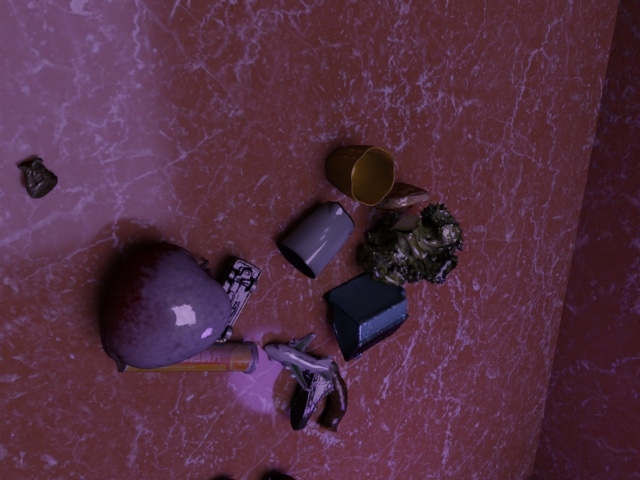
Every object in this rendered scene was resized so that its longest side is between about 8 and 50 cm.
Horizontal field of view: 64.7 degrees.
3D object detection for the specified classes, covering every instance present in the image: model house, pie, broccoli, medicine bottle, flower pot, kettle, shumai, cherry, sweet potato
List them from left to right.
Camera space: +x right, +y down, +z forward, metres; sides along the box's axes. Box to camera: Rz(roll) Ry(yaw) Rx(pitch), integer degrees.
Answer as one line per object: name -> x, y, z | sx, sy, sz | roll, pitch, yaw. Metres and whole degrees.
shumai -> -0.664, -0.147, 1.171 | 0.080, 0.082, 0.083 | 39, 45, -7
cherry -> -0.404, 0.183, 1.345 | 0.326, 0.291, 0.335 | 21, 82, -25
medicine bottle -> -0.394, 0.357, 1.543 | 0.425, 0.108, 0.108 | 11, 100, -40
kettle -> 0.000, 0.000, 1.699 | 0.236, 0.161, 0.221 | -48, 157, -16
sweet potato -> 0.058, 0.639, 2.021 | 0.112, 0.085, 0.286 | -8, 111, -31
flower pot -> 0.122, -0.228, 1.675 | 0.195, 0.179, 0.195 | -14, 116, -32
model house -> 0.180, 0.302, 1.916 | 0.280, 0.230, 0.249 | -23, 129, -27
pie -> 0.292, -0.154, 1.840 | 0.205, 0.178, 0.084 | -19, 113, -24
broccoli -> 0.340, 0.017, 1.846 | 0.338, 0.318, 0.277 | 17, 57, -8

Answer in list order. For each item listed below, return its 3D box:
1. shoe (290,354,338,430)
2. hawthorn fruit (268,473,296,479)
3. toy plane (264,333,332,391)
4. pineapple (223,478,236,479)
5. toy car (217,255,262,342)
shoe -> -0.012, 0.582, 1.920 | 0.149, 0.109, 0.293 | 14, 93, -32
hawthorn fruit -> -0.153, 0.994, 1.938 | 0.189, 0.189, 0.251 | -40, 113, -20
toy plane -> -0.081, 0.426, 1.791 | 0.255, 0.251, 0.101 | 18, 125, -9
pineapple -> -0.381, 0.903, 1.776 | 0.197, 0.108, 0.108 | 1, 106, -26
toy car -> -0.280, 0.178, 1.547 | 0.101, 0.124, 0.257 | 29, 88, -18
